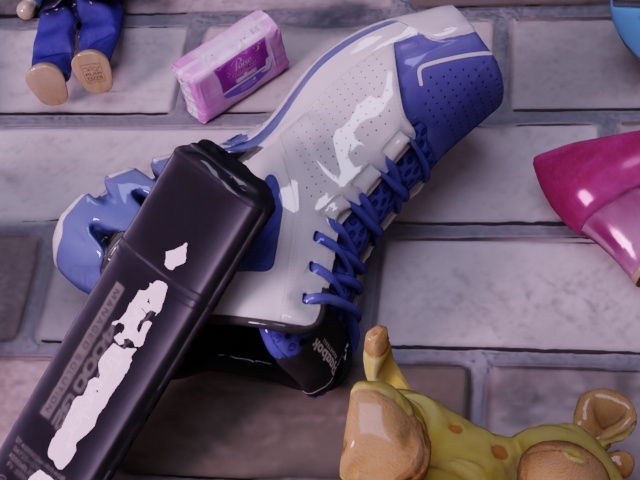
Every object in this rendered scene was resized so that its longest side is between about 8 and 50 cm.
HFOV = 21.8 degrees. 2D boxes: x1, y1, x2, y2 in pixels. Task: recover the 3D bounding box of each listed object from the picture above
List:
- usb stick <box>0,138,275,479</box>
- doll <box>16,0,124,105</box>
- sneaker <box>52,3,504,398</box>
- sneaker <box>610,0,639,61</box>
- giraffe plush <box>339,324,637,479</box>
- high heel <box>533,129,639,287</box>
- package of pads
[{"bbox_3d":[-0.121,0.068,1.011,0.077,0.045,0.278,36,101,23],"label":"usb stick"},{"bbox_3d":[-0.179,-0.188,1.284,0.129,0.046,0.189,-13,47,13],"label":"doll"},{"bbox_3d":[-0.001,0.001,1.082,0.315,0.127,0.182,-31,59,-3],"label":"sneaker"},{"bbox_3d":[0.373,-0.165,1.142,0.341,0.125,0.139,4,35,10],"label":"sneaker"},{"bbox_3d":[0.096,0.153,0.944,0.170,0.181,0.210,8,22,4],"label":"giraffe plush"},{"bbox_3d":[0.259,-0.086,1.087,0.244,0.082,0.117,-43,65,10],"label":"high heel"},{"bbox_3d":[-0.066,-0.128,1.218,0.083,0.050,0.032,-35,56,-14],"label":"package of pads"}]
